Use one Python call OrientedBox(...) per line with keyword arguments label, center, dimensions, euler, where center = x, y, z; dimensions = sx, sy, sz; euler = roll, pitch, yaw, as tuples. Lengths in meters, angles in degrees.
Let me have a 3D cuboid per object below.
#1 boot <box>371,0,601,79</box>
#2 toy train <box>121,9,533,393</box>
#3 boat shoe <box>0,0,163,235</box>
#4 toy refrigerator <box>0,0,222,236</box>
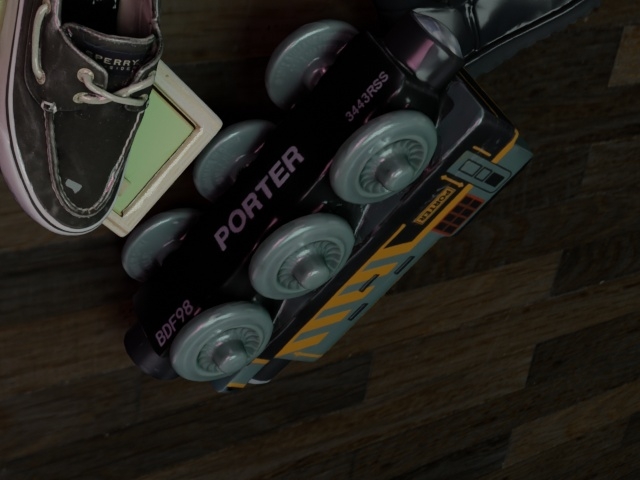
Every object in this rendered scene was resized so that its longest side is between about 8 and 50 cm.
OrientedBox(label="boot", center=(0.126, -0.242, 0.727), dimensions=(0.246, 0.094, 0.207), euler=(-36, 138, -7))
OrientedBox(label="toy train", center=(0.001, -0.013, 0.719), dimensions=(0.334, 0.142, 0.190), euler=(-48, 144, 20))
OrientedBox(label="boat shoe", center=(-0.122, -0.099, 0.510), dimensions=(0.077, 0.070, 0.219), euler=(-13, 119, -39))
OrientedBox(label="toy refrigerator", center=(-0.182, -0.119, 0.561), dimensions=(0.102, 0.094, 0.269), euler=(-49, 137, -3))
